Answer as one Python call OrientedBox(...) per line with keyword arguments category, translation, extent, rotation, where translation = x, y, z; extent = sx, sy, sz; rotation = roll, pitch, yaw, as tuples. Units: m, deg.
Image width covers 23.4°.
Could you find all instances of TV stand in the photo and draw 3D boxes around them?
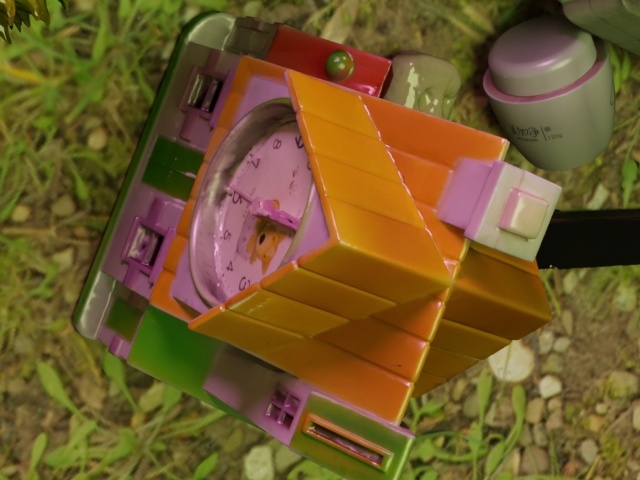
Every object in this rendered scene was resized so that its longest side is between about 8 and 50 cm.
OrientedBox(category="TV stand", translation=(0.183, 0.004, 1.176), extent=(0.257, 0.040, 0.048), rotation=(-2, 104, -30))

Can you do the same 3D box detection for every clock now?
OrientedBox(category="clock", translation=(0.000, 0.000, 0.910), extent=(0.166, 0.309, 0.235), rotation=(20, 92, -34))

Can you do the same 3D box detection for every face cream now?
OrientedBox(category="face cream", translation=(0.167, -0.105, 1.110), extent=(0.091, 0.091, 0.095), rotation=(-35, 125, -18))

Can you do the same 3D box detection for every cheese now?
OrientedBox(category="cheese", translation=(0.047, -0.038, 1.085), extent=(0.065, 0.043, 0.194), rotation=(18, 93, -31))

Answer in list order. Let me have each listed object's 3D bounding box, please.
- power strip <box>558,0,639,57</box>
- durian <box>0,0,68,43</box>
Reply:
OrientedBox(category="power strip", translation=(0.241, -0.178, 1.107), extent=(0.288, 0.053, 0.093), rotation=(15, 72, -46))
OrientedBox(category="durian", translation=(-0.277, -0.210, 0.792), extent=(0.352, 0.158, 0.169), rotation=(35, 72, -28))
